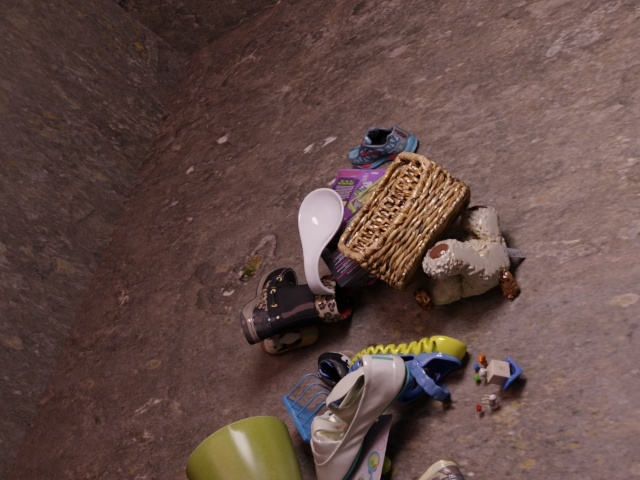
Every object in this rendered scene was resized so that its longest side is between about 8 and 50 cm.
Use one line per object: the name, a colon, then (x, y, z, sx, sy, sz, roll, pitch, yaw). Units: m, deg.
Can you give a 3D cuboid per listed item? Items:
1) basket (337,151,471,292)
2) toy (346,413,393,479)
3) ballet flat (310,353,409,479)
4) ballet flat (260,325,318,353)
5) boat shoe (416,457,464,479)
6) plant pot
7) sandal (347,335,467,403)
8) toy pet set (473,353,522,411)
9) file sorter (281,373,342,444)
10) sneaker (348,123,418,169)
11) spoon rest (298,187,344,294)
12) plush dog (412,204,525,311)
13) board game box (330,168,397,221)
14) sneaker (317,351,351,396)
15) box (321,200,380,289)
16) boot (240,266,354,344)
basket: (0.184, -0.057, 1.892, 0.223, 0.213, 0.299, 37, 92, 14)
toy: (0.117, 0.519, 1.825, 0.137, 0.056, 0.237, -22, 45, 55)
ballet flat: (0.054, 0.406, 1.825, 0.400, 0.139, 0.139, -61, 29, 24)
ballet flat: (-0.108, 0.280, 2.295, 0.232, 0.073, 0.080, -23, 80, 39)
boat shoe: (0.210, 0.551, 1.667, 0.223, 0.080, 0.073, -47, 29, 5)
plant pot: (-0.144, 0.623, 1.920, 0.275, 0.274, 0.293, -46, 49, 14)
sandal: (0.189, 0.314, 1.862, 0.317, 0.126, 0.138, -20, 52, 40)
toy pet set: (0.380, 0.294, 1.716, 0.114, 0.065, 0.122, 108, 171, -48)
file sorter: (0.002, 0.431, 2.001, 0.104, 0.118, 0.170, -48, 34, 7)
sneaker: (0.167, -0.297, 2.421, 0.261, 0.125, 0.104, -12, 52, 47)
spoon rest: (0.000, 0.000, 2.067, 0.137, 0.084, 0.276, -4, 81, 31)
plush dog: (0.329, 0.072, 1.886, 0.262, 0.211, 0.225, -44, 6, -37)
board game box: (0.135, -0.114, 2.376, 0.346, 0.056, 0.208, 8, 72, 54)
sneaker: (0.029, 0.323, 2.056, 0.079, 0.121, 0.217, -55, 33, -2)
box: (0.143, 0.004, 2.125, 0.247, 0.163, 0.142, -40, 66, 21)
boot: (-0.045, 0.156, 2.268, 0.284, 0.138, 0.377, -15, 13, 19)
